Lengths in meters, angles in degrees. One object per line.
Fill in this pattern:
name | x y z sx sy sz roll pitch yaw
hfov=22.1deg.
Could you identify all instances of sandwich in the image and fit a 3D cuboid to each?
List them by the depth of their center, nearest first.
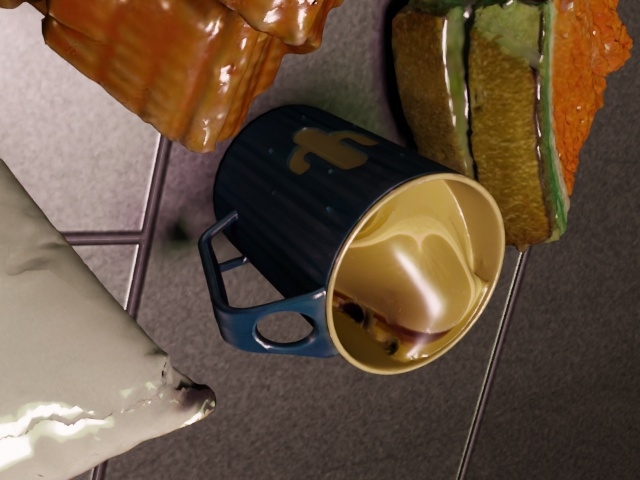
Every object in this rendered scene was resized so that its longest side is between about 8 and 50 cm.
sandwich | 0.137 -0.107 1.102 0.160 0.109 0.185 -40 132 -39

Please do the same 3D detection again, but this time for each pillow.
pillow | -0.264 0.042 0.780 0.312 0.310 0.119 -34 166 -17

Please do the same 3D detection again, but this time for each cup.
cup | 0.000 0.000 1.014 0.176 0.155 0.131 -26 127 -21

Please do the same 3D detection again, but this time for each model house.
model house | -0.070 -0.163 0.811 0.219 0.229 0.199 22 104 -44
